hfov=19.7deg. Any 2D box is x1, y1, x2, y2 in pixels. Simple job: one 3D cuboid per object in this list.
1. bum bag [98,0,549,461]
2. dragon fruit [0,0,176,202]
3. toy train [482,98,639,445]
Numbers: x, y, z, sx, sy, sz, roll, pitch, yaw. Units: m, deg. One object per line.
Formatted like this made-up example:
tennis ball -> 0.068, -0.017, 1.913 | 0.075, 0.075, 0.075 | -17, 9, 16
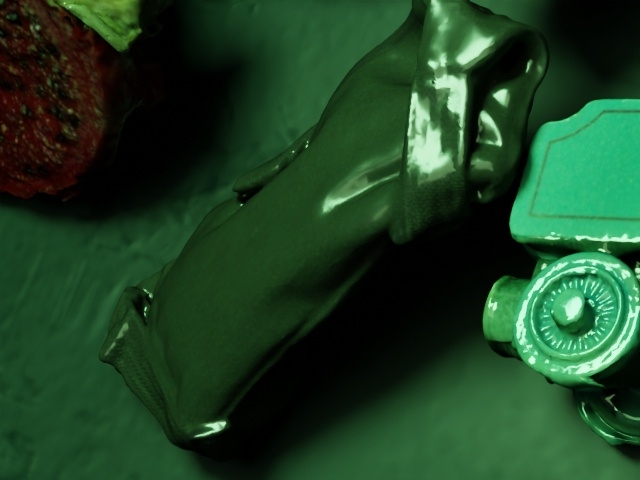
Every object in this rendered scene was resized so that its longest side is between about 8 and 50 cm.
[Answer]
bum bag -> 0.000, 0.000, 0.938 | 0.326, 0.079, 0.142 | -42, 44, 33
dragon fruit -> -0.156, -0.152, 1.068 | 0.205, 0.317, 0.152 | 37, 55, 14
toy train -> 0.175, 0.014, 0.829 | 0.198, 0.107, 0.154 | 3, 64, 33
